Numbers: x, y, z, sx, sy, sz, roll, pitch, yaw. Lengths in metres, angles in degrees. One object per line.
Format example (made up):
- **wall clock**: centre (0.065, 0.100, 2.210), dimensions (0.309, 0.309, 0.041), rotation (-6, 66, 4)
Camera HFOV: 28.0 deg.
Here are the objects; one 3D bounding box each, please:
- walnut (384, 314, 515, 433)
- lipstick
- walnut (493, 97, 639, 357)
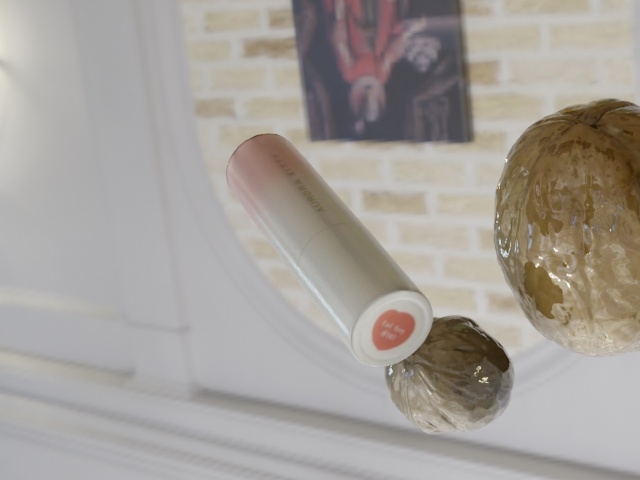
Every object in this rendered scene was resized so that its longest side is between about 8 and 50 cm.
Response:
- **walnut**: centre (0.144, 0.151, 1.445), dimensions (0.140, 0.140, 0.162), rotation (5, -176, 38)
- **lipstick**: centre (0.000, 0.000, 1.292), dimensions (0.087, 0.087, 0.327), rotation (-12, -146, -21)
- **walnut**: centre (0.342, -0.009, 1.506), dimensions (0.252, 0.313, 0.277), rotation (-2, -150, 29)
